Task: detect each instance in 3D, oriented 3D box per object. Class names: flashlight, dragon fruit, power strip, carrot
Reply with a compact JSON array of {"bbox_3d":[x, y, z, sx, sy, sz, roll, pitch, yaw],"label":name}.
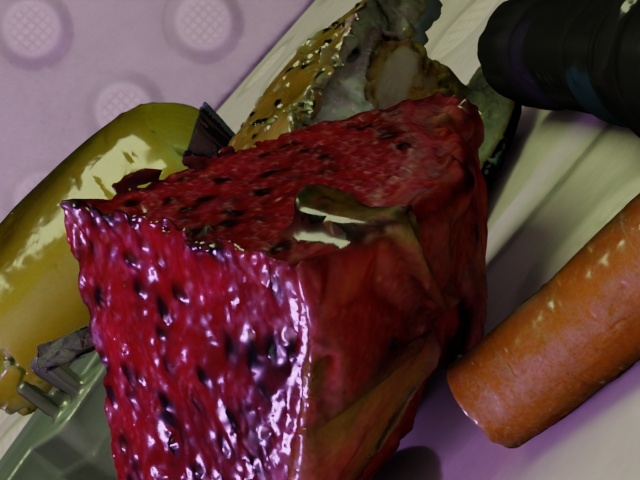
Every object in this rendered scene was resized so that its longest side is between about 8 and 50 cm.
[{"bbox_3d":[0.188,-0.114,0.906,0.103,0.103,0.424,-48,11,1],"label":"flashlight"},{"bbox_3d":[0.000,0.000,0.840,0.330,0.240,0.302,-49,8,-36],"label":"dragon fruit"},{"bbox_3d":[-0.253,0.184,1.393,0.229,0.141,0.261,-57,12,-31],"label":"power strip"},{"bbox_3d":[0.155,0.014,0.679,0.225,0.067,0.067,-43,13,27],"label":"carrot"}]

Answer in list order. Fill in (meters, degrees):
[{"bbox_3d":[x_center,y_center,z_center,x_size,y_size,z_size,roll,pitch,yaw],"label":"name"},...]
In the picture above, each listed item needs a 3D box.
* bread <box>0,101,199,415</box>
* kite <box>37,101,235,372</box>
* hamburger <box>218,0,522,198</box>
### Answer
[{"bbox_3d":[-0.237,0.006,1.617,0.376,0.208,0.251,-43,-15,10],"label":"bread"},{"bbox_3d":[-0.101,0.043,1.179,0.314,0.335,0.011,-17,32,-42],"label":"kite"},{"bbox_3d":[0.024,-0.058,1.104,0.192,0.167,0.288,-35,19,42],"label":"hamburger"}]
